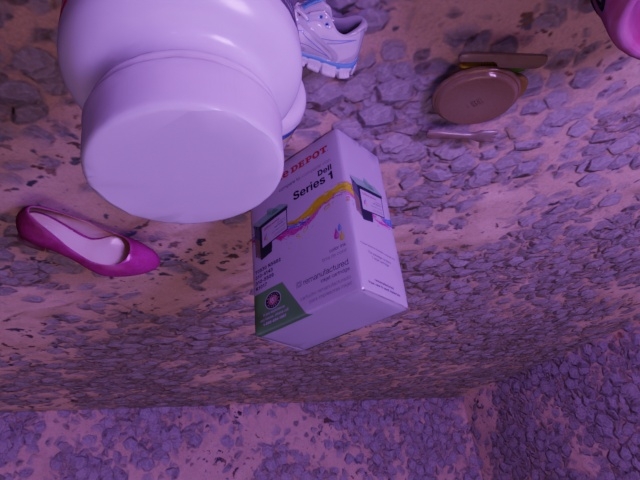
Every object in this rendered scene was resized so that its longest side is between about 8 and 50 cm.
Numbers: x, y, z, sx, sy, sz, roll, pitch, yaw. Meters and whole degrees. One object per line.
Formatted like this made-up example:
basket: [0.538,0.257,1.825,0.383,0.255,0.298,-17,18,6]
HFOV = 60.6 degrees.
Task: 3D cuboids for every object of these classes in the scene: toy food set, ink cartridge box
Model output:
toy food set: [0.225,-0.212,0.782,0.132,0.038,0.192,2,156,-5]
ink cartridge box: [0.000,0.000,0.845,0.201,0.278,0.117,-28,143,31]

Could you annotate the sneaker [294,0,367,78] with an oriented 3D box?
sneaker: [-0.032,-0.243,0.620,0.191,0.071,0.083,-3,146,-29]

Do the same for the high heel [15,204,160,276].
high heel: [-0.386,-0.002,0.936,0.244,0.082,0.117,22,151,-24]

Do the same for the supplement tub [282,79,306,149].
supplement tub: [-0.117,-0.137,0.696,0.144,0.144,0.199,5,149,-25]

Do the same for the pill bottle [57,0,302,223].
pill bottle: [-0.108,-0.179,0.437,0.176,0.318,0.176,-7,150,-4]

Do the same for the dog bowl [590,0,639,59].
dog bowl: [0.412,-0.282,0.441,0.408,0.150,0.408,-3,171,0]
